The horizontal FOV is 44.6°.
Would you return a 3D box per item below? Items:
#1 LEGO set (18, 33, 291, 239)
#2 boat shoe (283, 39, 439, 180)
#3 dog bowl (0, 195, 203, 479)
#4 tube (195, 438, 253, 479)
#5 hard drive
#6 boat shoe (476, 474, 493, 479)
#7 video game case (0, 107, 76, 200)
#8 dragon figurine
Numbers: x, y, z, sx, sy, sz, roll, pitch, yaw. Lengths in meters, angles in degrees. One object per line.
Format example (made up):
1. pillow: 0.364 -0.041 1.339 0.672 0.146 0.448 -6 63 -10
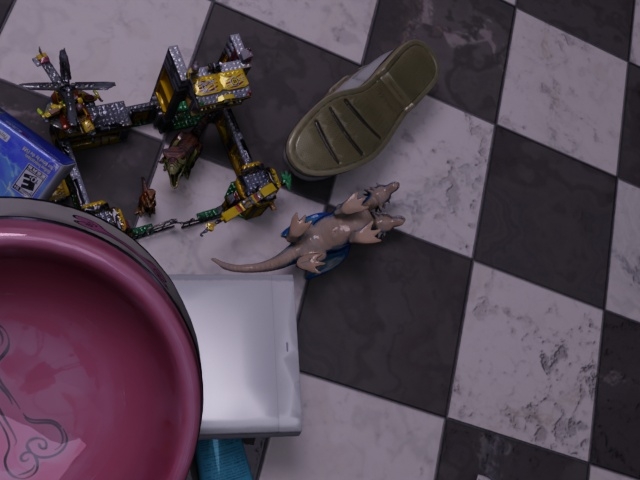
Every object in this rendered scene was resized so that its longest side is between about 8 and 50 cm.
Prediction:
1. LEGO set: -0.192 -0.122 0.982 0.332 0.192 0.254 -9 77 -23
2. boat shoe: 0.051 -0.181 1.148 0.302 0.103 0.113 -40 104 -28
3. dog bowl: -0.295 0.157 0.740 0.408 0.150 0.407 0 90 -22
4. tube: -0.124 0.268 0.970 0.080 0.052 0.207 -11 82 -19
5. hard drive: -0.181 0.138 0.943 0.308 0.040 0.202 1 63 -10
6. boat shoe: 0.207 0.369 1.078 0.035 0.035 0.100 26 67 18
7. video game case: -0.459 -0.068 0.869 0.270 0.061 0.244 36 97 -7
8. dragon figurine: 0.000 0.000 1.080 0.289 0.144 0.085 -27 86 -7
